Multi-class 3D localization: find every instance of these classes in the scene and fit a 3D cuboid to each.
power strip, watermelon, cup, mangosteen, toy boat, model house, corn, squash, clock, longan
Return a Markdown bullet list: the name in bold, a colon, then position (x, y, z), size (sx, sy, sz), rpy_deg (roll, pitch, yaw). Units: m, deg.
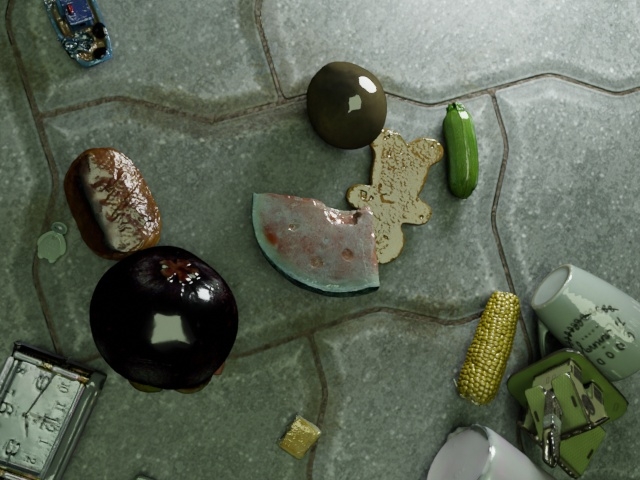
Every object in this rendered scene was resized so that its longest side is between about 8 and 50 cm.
- **power strip**: position (-0.525, 0.001, 1.197), size (0.055, 0.035, 0.083), rpy_deg (25, 96, -10)
- **watermelon**: position (0.000, 0.000, 1.257), size (0.318, 0.148, 0.226), rpy_deg (37, 77, 11)
- **cup**: position (0.585, 0.202, 1.377), size (0.234, 0.186, 0.258), rpy_deg (36, 109, -1)
- **mangosteen**: position (-0.295, 0.170, 1.127), size (0.274, 0.275, 0.302), rpy_deg (13, 123, -12)
- **toy boat**: position (-0.484, -0.448, 1.184), size (0.100, 0.097, 0.223), rpy_deg (-26, 94, -15)
- **model house**: position (0.514, 0.409, 1.262), size (0.218, 0.279, 0.205), rpy_deg (43, 124, -8)
- **corn**: position (0.380, 0.241, 1.357), size (0.091, 0.091, 0.260), rpy_deg (22, 82, -20)
- **squash**: position (0.316, -0.202, 1.364), size (0.068, 0.077, 0.219), rpy_deg (-5, 87, -21)
- **clock**: position (-0.540, 0.331, 1.152), size (0.186, 0.083, 0.253), rpy_deg (25, 83, -11)
- **longan**: position (0.054, -0.283, 1.271), size (0.167, 0.167, 0.187), rpy_deg (-29, 73, -12)

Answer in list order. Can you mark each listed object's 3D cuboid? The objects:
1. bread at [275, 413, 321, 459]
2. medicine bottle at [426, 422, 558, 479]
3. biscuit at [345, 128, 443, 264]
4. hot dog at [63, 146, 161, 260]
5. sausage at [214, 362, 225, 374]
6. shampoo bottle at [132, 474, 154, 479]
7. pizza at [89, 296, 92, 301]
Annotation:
- **bread**: position (-0.045, 0.418, 1.284), size (0.070, 0.035, 0.083), rpy_deg (34, 88, -9)
- **medicine bottle**: position (0.423, 0.580, 1.290), size (0.378, 0.213, 0.214), rpy_deg (38, 81, -8)
- **biscuit**: position (0.153, -0.095, 1.338), size (0.196, 0.049, 0.302), rpy_deg (14, 84, -5)
- **hot dog**: position (-0.407, -0.069, 1.186), size (0.160, 0.099, 0.227), rpy_deg (-20, 91, -13)
- **sausage**: position (-0.213, 0.186, 1.243), size (0.065, 0.065, 0.170), rpy_deg (15, 84, -12)
- **shampoo bottle**: position (-0.295, 0.549, 1.216), size (0.212, 0.049, 0.072), rpy_deg (36, 77, -9)
- **pizza**: position (-0.409, 0.113, 1.218), size (0.108, 0.026, 0.123), rpy_deg (-16, 92, -10)
